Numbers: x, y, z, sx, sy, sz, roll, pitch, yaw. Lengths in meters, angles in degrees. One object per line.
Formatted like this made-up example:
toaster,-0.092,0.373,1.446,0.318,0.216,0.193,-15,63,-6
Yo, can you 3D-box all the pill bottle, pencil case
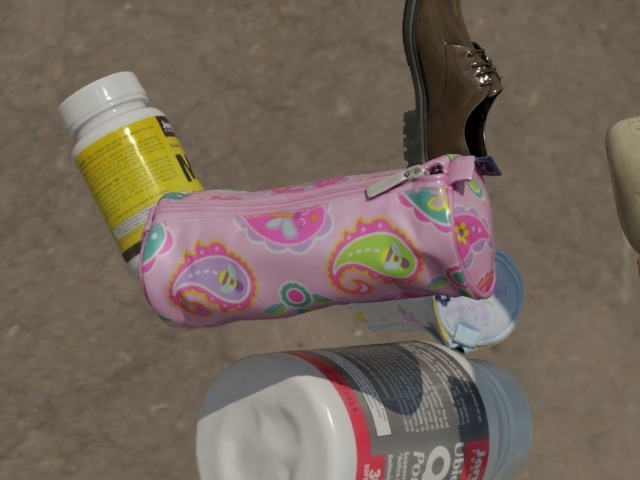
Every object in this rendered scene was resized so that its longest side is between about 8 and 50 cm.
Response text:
pill bottle,-0.203,-0.073,1.795,0.119,0.119,0.208,-23,82,-37
pencil case,0.126,0.058,1.873,0.113,0.273,0.124,6,91,-22
pill bottle,0.053,0.182,1.496,0.318,0.176,0.176,-1,81,-48
pencil case,0.000,0.000,1.287,0.124,0.284,0.124,-8,90,-69

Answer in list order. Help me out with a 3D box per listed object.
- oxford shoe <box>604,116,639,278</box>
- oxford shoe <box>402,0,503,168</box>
oxford shoe,0.362,-0.042,1.263,0.397,0.140,0.147,-1,64,-50
oxford shoe,0.132,-0.169,1.548,0.083,0.096,0.227,-25,114,-58
